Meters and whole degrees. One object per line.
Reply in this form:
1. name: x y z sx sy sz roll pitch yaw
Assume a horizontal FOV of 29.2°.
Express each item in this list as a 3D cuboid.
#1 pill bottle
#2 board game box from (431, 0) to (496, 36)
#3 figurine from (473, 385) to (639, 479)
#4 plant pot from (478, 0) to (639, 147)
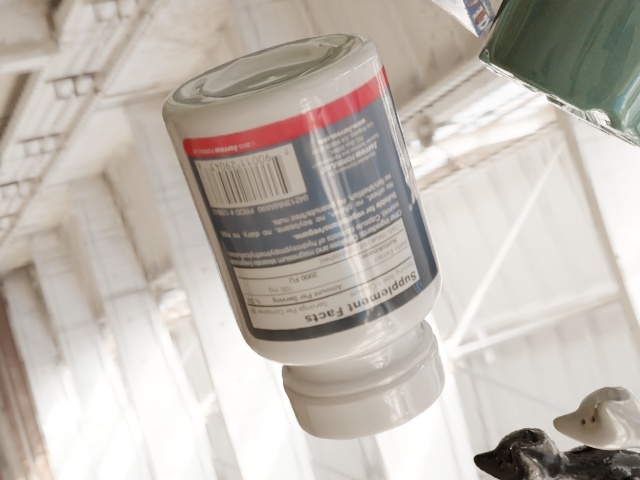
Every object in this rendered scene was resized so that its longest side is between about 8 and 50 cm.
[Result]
1. pill bottle: 0.000 0.000 0.599 0.108 0.108 0.180 24 -45 61
2. board game box: 0.137 -0.403 1.752 0.243 0.042 0.165 42 1 21
3. figurine: 0.287 0.207 1.178 0.215 0.210 0.092 -44 -146 52
4. plant pot: 0.379 -0.308 1.494 0.334 0.341 0.341 -61 -144 8
